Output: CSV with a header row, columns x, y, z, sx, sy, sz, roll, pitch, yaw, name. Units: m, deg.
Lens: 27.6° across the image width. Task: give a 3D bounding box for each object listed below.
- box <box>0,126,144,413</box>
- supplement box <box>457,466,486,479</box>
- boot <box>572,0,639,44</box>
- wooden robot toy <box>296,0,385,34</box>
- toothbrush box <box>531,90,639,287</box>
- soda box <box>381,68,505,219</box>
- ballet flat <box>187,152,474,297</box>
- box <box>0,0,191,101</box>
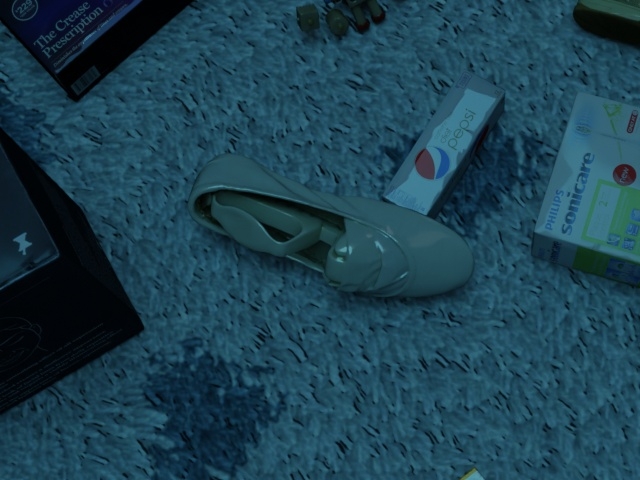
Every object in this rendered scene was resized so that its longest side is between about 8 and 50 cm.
x,y,z,sx,sy,sz,roll,pitch,yaw,name
-0.435,0.059,1.630,0.293,0.395,0.212,-30,73,-3,box
0.204,0.347,1.658,0.062,0.036,0.098,-36,73,-4,supplement box
0.503,-0.360,1.795,0.262,0.095,0.203,17,76,18,boot
0.043,-0.349,1.874,0.173,0.076,0.079,-26,38,-1,wooden robot toy
0.440,-0.048,1.699,0.283,0.122,0.206,17,77,13,toothbrush box
0.169,-0.122,1.776,0.069,0.074,0.216,31,80,14,soda box
0.000,0.000,1.723,0.400,0.139,0.139,21,78,15,ballet flat
-0.327,-0.363,1.892,0.261,0.103,0.184,-42,71,-6,box
